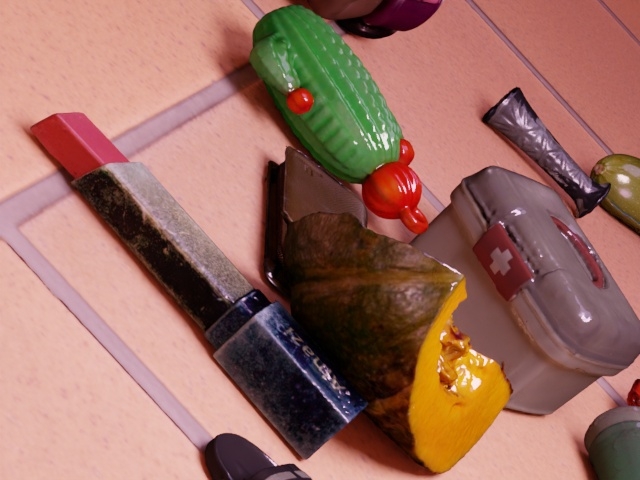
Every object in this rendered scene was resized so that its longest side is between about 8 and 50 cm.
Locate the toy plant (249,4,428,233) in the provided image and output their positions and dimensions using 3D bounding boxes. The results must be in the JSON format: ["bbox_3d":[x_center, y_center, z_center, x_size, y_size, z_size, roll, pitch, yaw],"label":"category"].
[{"bbox_3d":[0.025,-0.116,1.649,0.240,0.088,0.154,45,22,-6],"label":"toy plant"}]

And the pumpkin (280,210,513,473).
[{"bbox_3d":[0.035,0.083,1.354,0.163,0.111,0.278,24,-16,25],"label":"pumpkin"}]

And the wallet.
[{"bbox_3d":[0.000,0.000,1.494,0.110,0.031,0.198,38,24,-20],"label":"wallet"}]

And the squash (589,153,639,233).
[{"bbox_3d":[0.468,-0.012,2.264,0.341,0.094,0.094,34,26,-23],"label":"squash"}]

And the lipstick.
[{"bbox_3d":[-0.090,0.020,1.277,0.312,0.051,0.051,49,25,5],"label":"lipstick"}]

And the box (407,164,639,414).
[{"bbox_3d":[0.185,0.047,1.614,0.148,0.129,0.210,16,37,-50],"label":"box"}]

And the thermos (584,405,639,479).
[{"bbox_3d":[0.292,0.234,1.563,0.188,0.083,0.073,-99,162,-51],"label":"thermos"}]

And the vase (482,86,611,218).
[{"bbox_3d":[0.268,-0.103,2.093,0.167,0.059,0.059,46,23,-4],"label":"vase"}]

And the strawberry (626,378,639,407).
[{"bbox_3d":[0.399,0.228,1.754,0.236,0.111,0.190,25,33,7],"label":"strawberry"}]

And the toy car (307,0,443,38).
[{"bbox_3d":[0.013,-0.382,1.898,0.240,0.271,0.341,9,37,-26],"label":"toy car"}]

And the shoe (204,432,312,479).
[{"bbox_3d":[-0.002,0.190,1.160,0.179,0.049,0.071,53,23,14],"label":"shoe"}]
